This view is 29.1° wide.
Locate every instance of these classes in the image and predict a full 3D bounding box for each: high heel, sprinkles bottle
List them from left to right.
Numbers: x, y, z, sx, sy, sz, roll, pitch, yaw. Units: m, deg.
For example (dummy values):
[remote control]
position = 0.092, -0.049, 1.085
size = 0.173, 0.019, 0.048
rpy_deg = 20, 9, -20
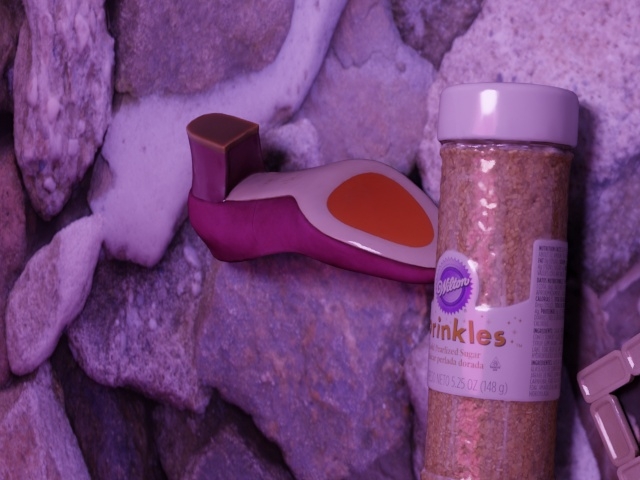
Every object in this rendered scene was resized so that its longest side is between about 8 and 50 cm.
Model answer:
[high heel]
position = 0.000, 0.000, 1.299
size = 0.377, 0.127, 0.181
rpy_deg = 32, 140, 40
[sprinkles bottle]
position = 0.156, 0.044, 1.075
size = 0.121, 0.121, 0.355
rpy_deg = 3, 91, 49

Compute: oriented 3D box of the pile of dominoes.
[pile of dominoes]
position = 0.325, 0.142, 0.957
size = 0.251, 0.040, 0.196
rpy_deg = -44, 57, 47
